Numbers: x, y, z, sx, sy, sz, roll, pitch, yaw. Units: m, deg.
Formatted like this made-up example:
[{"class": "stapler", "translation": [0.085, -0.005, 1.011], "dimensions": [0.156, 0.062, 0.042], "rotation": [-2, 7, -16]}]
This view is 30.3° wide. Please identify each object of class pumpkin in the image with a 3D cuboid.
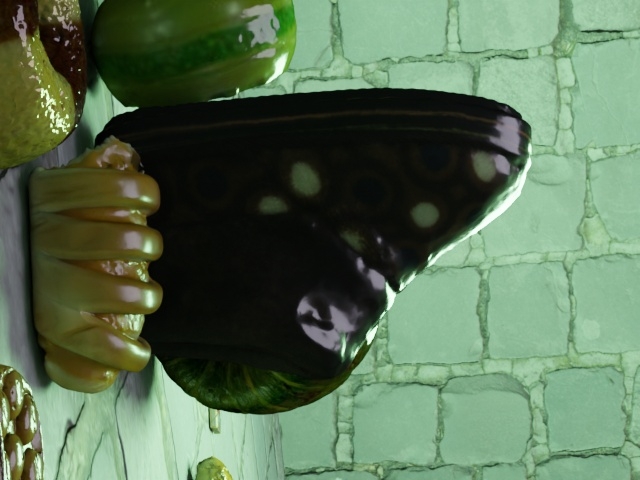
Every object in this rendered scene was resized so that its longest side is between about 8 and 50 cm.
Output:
[{"class": "pumpkin", "translation": [-0.055, 0.052, 1.215], "dimensions": [0.189, 0.260, 0.260], "rotation": [-38, 129, -53]}]

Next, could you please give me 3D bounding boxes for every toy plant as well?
[{"class": "toy plant", "translation": [-0.136, -0.285, 1.034], "dimensions": [0.224, 0.185, 0.315], "rotation": [-48, 127, -58]}]

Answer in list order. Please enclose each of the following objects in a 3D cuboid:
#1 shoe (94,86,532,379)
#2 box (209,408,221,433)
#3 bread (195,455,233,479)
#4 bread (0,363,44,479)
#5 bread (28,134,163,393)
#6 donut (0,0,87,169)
[{"class": "shoe", "translation": [0.000, 0.000, 1.015], "dimensions": [0.171, 0.384, 0.237], "rotation": [138, -52, -82]}, {"class": "box", "translation": [-0.151, 0.230, 1.687], "dimensions": [0.046, 0.012, 0.083], "rotation": [85, -1, -70]}, {"class": "bread", "translation": [-0.129, 0.317, 1.448], "dimensions": [0.072, 0.053, 0.106], "rotation": [-88, 180, -49]}, {"class": "bread", "translation": [-0.175, 0.121, 0.658], "dimensions": [0.110, 0.024, 0.110], "rotation": [176, -90, -90]}, {"class": "bread", "translation": [-0.154, 0.018, 0.829], "dimensions": [0.119, 0.084, 0.177], "rotation": [66, 23, -84]}, {"class": "donut", "translation": [-0.174, -0.116, 0.638], "dimensions": [0.184, 0.073, 0.166], "rotation": [-98, -179, -85]}]
